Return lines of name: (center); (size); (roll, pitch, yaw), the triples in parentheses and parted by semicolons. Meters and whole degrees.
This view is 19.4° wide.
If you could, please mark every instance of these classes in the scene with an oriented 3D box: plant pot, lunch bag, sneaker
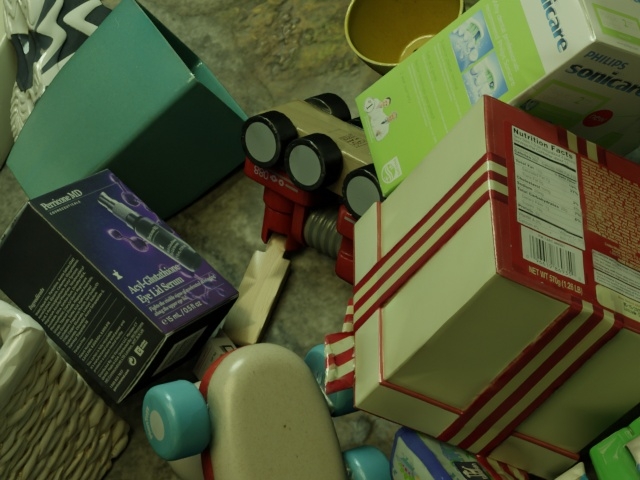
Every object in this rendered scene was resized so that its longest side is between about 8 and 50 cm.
plant pot: (-0.221, -0.115, 2.088); (0.234, 0.165, 0.165); (-42, 54, 6)
lunch bag: (0.130, 0.245, 1.734); (0.096, 0.151, 0.129); (-40, 54, -2)
plant pot: (0.105, -0.222, 2.050); (0.134, 0.095, 0.134); (-11, 58, 18)
sneaker: (-0.283, -0.191, 2.199); (0.094, 0.153, 0.235); (-9, 90, 55)

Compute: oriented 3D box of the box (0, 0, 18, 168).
box: (-0.382, -0.231, 2.249); (0.094, 0.113, 0.275); (15, 67, 29)

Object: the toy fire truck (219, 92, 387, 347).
toy fire truck: (0.000, 0.000, 1.958); (0.217, 0.246, 0.158); (29, 34, 31)

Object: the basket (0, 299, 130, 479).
basket: (-0.436, 0.209, 1.920); (0.331, 0.266, 0.328); (23, 73, 31)

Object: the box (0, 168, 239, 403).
box: (-0.216, 0.043, 1.935); (0.207, 0.153, 0.108); (43, 120, 9)

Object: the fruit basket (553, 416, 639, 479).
fruit basket: (0.403, 0.273, 1.599); (0.327, 0.165, 0.353); (-32, 58, 2)

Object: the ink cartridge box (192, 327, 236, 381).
ink cartridge box: (-0.103, 0.135, 1.956); (0.083, 0.028, 0.048); (51, 126, 36)

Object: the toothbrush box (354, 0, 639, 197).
toothbrush box: (0.208, -0.142, 1.800); (0.283, 0.206, 0.122); (-37, 56, 35)

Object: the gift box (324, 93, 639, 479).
gift box: (0.162, 0.065, 1.707); (0.258, 0.255, 0.276); (-47, 25, 41)

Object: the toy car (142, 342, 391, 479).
toy car: (-0.084, 0.213, 1.850); (0.219, 0.238, 0.210); (-13, 88, -29)
